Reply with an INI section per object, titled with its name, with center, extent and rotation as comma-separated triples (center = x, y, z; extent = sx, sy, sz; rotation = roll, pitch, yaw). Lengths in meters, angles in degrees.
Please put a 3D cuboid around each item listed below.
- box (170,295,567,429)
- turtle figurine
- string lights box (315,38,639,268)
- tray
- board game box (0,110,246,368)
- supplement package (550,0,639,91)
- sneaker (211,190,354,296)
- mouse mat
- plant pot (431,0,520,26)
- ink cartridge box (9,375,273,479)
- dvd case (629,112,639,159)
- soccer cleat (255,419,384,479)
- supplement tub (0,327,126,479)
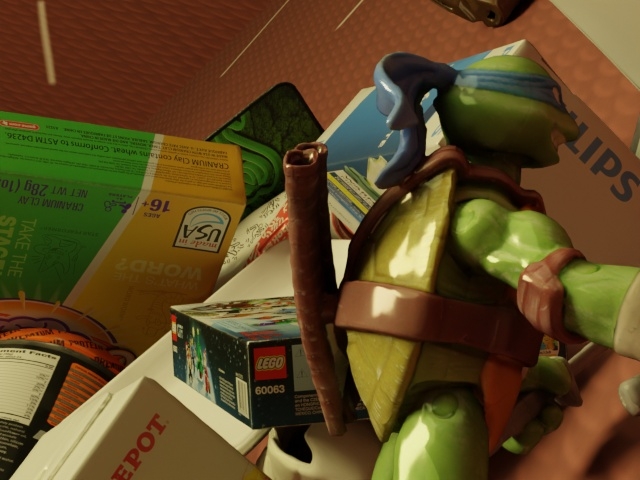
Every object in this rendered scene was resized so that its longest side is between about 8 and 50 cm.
[box]
center = 0.016, 0.058, 0.945
extent = 0.159, 0.044, 0.233
rotation = -5, 3, -14
[turtle figurine]
center = 0.099, 0.080, 0.685
extent = 0.198, 0.275, 0.266
rotation = 13, 80, 51
[string lights box]
center = 0.087, -0.028, 0.989
extent = 0.077, 0.133, 0.260
rotation = -49, 11, -12
[tray]
center = -0.035, 0.071, 1.142
extent = 0.145, 0.030, 0.270
rotation = 1, 27, 35
[board game box]
center = -0.212, 0.047, 1.304
extent = 0.064, 0.242, 0.316
rotation = -100, 24, -44
[supplement package]
center = 0.217, -0.208, 1.023
extent = 0.134, 0.139, 0.244
rotation = -40, 14, 34
[sneaker]
center = 0.000, -0.001, 1.313
extent = 0.270, 0.090, 0.145
rotation = -45, 8, -1
[mouse mat]
center = -0.048, -0.027, 1.383
extent = 0.153, 0.189, 0.007
rotation = -38, 49, -2
[plant pot]
center = 0.154, -0.294, 1.585
extent = 0.165, 0.167, 0.167
rotation = -56, 13, -8
[ink cartridge box]
center = -0.073, 0.172, 0.798
extent = 0.127, 0.176, 0.128
rotation = -30, 21, 55
[dvd case]
center = 0.262, -0.127, 0.979
extent = 0.221, 0.018, 0.164
rotation = -39, 14, 35
[soccer cleat]
center = -0.003, 0.115, 0.982
extent = 0.068, 0.076, 0.196
rotation = -51, 12, -15
[supplement tub]
center = -0.211, 0.195, 1.141
extent = 0.207, 0.207, 0.338
rotation = -44, 11, 16
